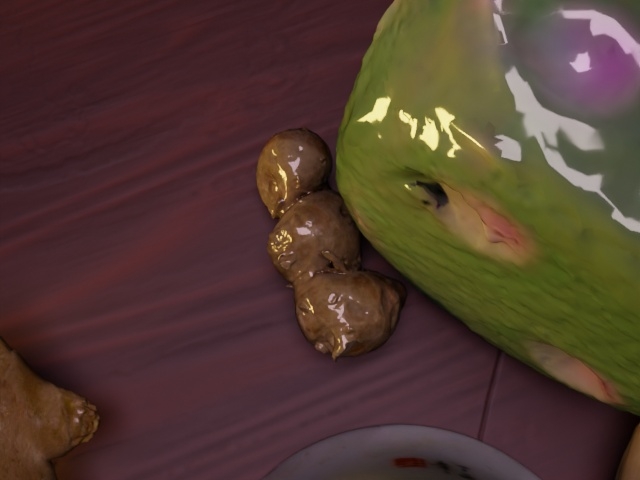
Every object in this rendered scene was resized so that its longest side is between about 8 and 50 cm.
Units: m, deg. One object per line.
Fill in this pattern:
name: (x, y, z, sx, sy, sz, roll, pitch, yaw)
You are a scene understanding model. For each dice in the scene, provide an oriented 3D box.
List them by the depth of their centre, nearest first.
dice: (0.216, -0.086, 0.593, 0.318, 0.330, 0.322, 35, 78, 9)

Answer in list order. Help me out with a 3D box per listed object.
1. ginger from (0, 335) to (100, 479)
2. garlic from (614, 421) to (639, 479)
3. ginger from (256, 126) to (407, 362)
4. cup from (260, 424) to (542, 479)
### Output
ginger: (-0.229, 0.232, 0.624, 0.236, 0.166, 0.376, 6, 94, 8)
garlic: (0.304, 0.234, 0.643, 0.196, 0.151, 0.339, -7, 69, -33)
ginger: (0.000, 0.000, 0.715, 0.104, 0.080, 0.204, -17, 76, -36)
cup: (0.064, 0.308, 0.603, 0.347, 0.163, 0.347, 0, 78, 2)
